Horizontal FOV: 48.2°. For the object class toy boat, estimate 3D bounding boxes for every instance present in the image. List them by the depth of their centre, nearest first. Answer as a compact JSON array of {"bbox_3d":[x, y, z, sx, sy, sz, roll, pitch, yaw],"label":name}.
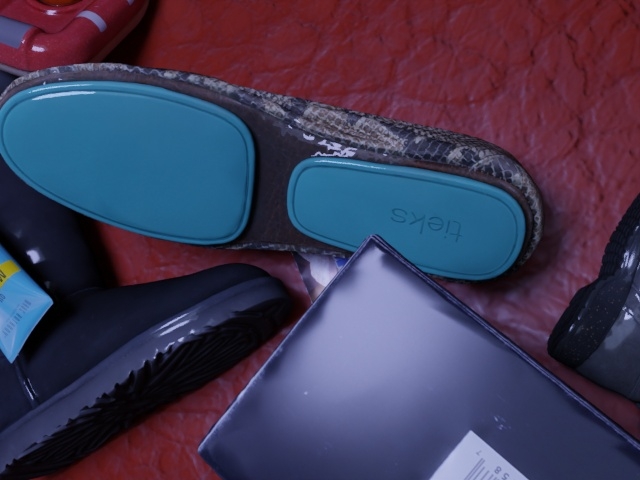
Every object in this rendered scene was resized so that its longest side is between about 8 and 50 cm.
[{"bbox_3d":[-0.290,-0.292,0.793,0.151,0.151,0.231,19,52,8],"label":"toy boat"}]

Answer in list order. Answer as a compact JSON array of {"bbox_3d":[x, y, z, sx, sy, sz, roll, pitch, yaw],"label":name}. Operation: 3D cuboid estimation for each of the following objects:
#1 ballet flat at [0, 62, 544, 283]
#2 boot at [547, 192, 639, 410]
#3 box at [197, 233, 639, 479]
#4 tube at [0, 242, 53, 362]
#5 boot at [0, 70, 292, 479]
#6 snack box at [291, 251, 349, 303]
[{"bbox_3d":[-0.039,-0.072,0.673,0.483,0.182,0.164,11,117,1],"label":"ballet flat"},{"bbox_3d":[0.326,0.046,0.623,0.161,0.083,0.246,32,90,8],"label":"boot"},{"bbox_3d":[0.143,0.189,0.516,0.343,0.312,0.179,40,93,20],"label":"box"},{"bbox_3d":[-0.340,0.019,0.704,0.207,0.052,0.080,45,112,17],"label":"tube"},{"bbox_3d":[-0.280,-0.022,0.789,0.367,0.146,0.445,-31,68,8],"label":"boot"},{"bbox_3d":[0.000,0.000,0.749,0.064,0.022,0.178,-26,73,10],"label":"snack box"}]
